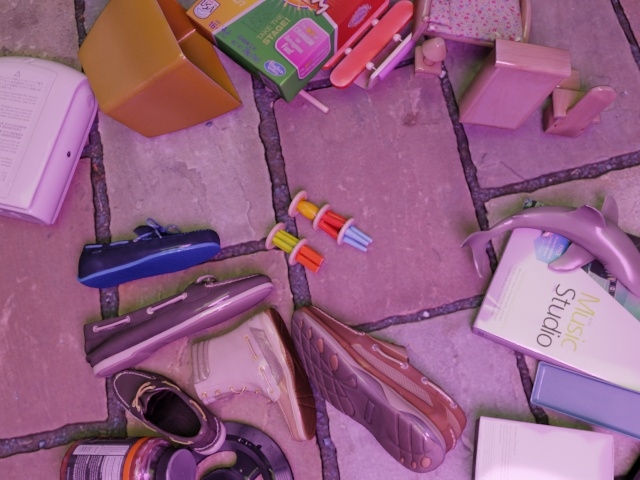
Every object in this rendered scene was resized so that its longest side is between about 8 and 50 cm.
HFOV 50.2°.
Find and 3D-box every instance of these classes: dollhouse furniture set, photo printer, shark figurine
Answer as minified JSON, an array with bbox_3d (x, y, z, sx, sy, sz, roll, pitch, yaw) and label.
[{"bbox_3d":[0.321,-0.380,1.119,0.303,0.174,0.355,8,70,-8],"label":"dollhouse furniture set"},{"bbox_3d":[-0.568,-0.199,1.274,0.256,0.107,0.307,11,74,12],"label":"photo printer"},{"bbox_3d":[0.354,-0.021,1.010,0.278,0.116,0.166,10,73,11],"label":"shark figurine"}]

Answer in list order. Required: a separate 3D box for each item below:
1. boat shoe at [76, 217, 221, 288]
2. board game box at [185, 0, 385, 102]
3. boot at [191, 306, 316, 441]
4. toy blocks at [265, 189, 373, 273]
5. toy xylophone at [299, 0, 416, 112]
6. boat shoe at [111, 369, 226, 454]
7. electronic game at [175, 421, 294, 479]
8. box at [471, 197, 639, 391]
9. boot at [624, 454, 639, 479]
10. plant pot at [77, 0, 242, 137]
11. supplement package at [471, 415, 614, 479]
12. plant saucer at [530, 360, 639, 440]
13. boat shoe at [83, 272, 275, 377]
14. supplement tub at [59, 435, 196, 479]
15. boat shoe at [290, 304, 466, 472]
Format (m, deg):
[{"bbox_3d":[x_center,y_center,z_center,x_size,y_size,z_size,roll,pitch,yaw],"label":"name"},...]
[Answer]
[{"bbox_3d":[-0.301,0.009,1.168,0.258,0.109,0.089,-12,68,3],"label":"boat shoe"},{"bbox_3d":[-0.040,-0.430,1.196,0.242,0.064,0.316,40,84,18],"label":"board game box"},{"bbox_3d":[-0.108,0.232,1.074,0.165,0.077,0.213,-25,72,11],"label":"boot"},{"bbox_3d":[0.000,0.000,1.148,0.148,0.054,0.123,31,79,16],"label":"toy blocks"},{"bbox_3d":[0.010,-0.374,1.249,0.323,0.081,0.236,32,81,17],"label":"toy xylophone"},{"bbox_3d":[-0.251,0.258,1.081,0.228,0.068,0.081,21,70,27],"label":"boat shoe"},{"bbox_3d":[-0.148,0.396,1.049,0.229,0.048,0.229,-6,66,14],"label":"electronic game"},{"bbox_3d":[0.426,0.096,1.047,0.322,0.058,0.232,22,78,14],"label":"box"},{"bbox_3d":[0.488,0.396,0.922,0.179,0.085,0.236,34,74,19],"label":"boot"},{"bbox_3d":[-0.300,-0.308,1.222,0.187,0.212,0.212,-32,70,11],"label":"plant pot"},{"bbox_3d":[0.311,0.316,0.971,0.179,0.105,0.105,5,73,12],"label":"supplement package"},{"bbox_3d":[0.404,0.234,0.986,0.192,0.018,0.067,14,93,35],"label":"plant saucer"},{"bbox_3d":[-0.241,0.114,1.121,0.335,0.112,0.095,-27,75,4],"label":"boat shoe"},{"bbox_3d":[-0.286,0.349,1.032,0.198,0.106,0.106,-7,71,25],"label":"supplement tub"},{"bbox_3d":[0.083,0.209,1.049,0.116,0.123,0.324,-27,56,-35],"label":"boat shoe"}]
